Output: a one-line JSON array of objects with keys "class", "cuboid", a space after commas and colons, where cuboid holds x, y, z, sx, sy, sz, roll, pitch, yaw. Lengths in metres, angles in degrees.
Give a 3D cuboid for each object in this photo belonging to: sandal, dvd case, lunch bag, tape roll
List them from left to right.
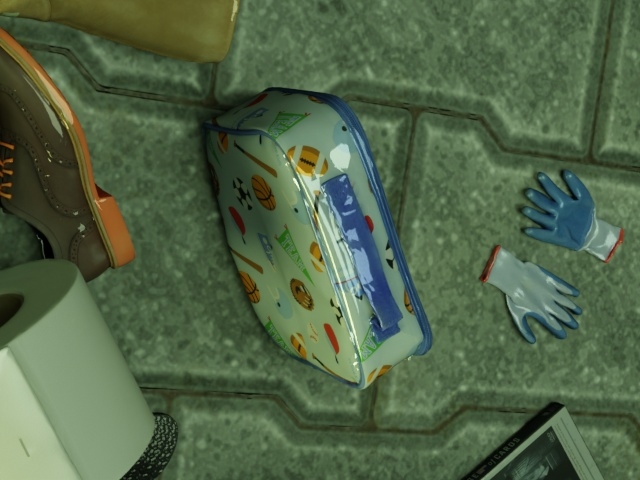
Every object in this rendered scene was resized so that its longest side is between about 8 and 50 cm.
[{"class": "tape roll", "cuboid": [-0.295, 0.149, 1.476, 0.246, 0.246, 0.169, -32, 112, -21]}, {"class": "sandal", "cuboid": [-0.213, 0.246, 1.657, 0.067, 0.040, 0.179, 33, 95, -23]}, {"class": "lunch bag", "cuboid": [0.000, 0.000, 1.617, 0.115, 0.243, 0.303, -28, 109, -22]}, {"class": "dvd case", "cuboid": [0.237, 0.333, 1.916, 0.238, 0.029, 0.179, -38, 112, -20]}]

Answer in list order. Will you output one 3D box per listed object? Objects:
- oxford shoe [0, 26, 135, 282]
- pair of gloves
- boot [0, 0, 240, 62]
[{"class": "oxford shoe", "cuboid": [-0.273, -0.075, 1.544, 0.098, 0.097, 0.271, -30, 110, -16]}, {"class": "pair of gloves", "cuboid": [0.273, 0.022, 1.896, 0.159, 0.023, 0.198, 33, 80, -28]}, {"class": "boot", "cuboid": [-0.203, -0.305, 1.559, 0.269, 0.089, 0.236, 5, 105, -29]}]
